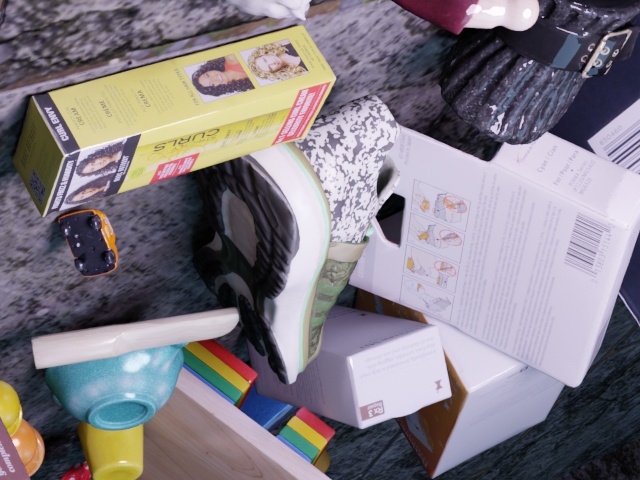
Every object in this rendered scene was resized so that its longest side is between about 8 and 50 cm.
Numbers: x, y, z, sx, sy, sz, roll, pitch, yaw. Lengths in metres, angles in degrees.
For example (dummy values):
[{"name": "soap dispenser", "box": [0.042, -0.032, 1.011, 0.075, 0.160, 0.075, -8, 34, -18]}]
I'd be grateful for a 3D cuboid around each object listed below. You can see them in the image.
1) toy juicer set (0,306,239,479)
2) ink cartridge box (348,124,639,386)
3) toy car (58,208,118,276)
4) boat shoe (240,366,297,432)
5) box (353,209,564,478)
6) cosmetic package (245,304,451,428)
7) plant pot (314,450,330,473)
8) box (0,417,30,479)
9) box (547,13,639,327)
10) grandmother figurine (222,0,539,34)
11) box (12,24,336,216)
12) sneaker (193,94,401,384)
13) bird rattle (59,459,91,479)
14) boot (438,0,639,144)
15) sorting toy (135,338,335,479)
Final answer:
[{"name": "toy juicer set", "box": [-0.230, 0.128, 1.543, 0.209, 0.089, 0.329, 3, 145, -25]}, {"name": "ink cartridge box", "box": [0.161, -0.005, 1.542, 0.066, 0.261, 0.296, -56, 164, -30]}, {"name": "toy car", "box": [-0.156, -0.022, 1.309, 0.122, 0.060, 0.040, -32, -166, 22]}, {"name": "boat shoe", "box": [-0.097, 0.222, 1.926, 0.258, 0.109, 0.089, -29, 165, 1]}, {"name": "box", "box": [0.163, 0.102, 1.848, 0.168, 0.215, 0.345, -26, 160, -13]}, {"name": "cosmetic package", "box": [0.024, 0.128, 1.721, 0.117, 0.085, 0.231, -17, -169, -29]}, {"name": "plant pot", "box": [-0.035, 0.315, 2.297, 0.081, 0.081, 0.083, -46, 169, 36]}, {"name": "box", "box": [-0.374, 0.199, 1.351, 0.167, 0.168, 0.203, -15, 156, -37]}, {"name": "box", "box": [0.425, -0.067, 1.701, 0.212, 0.293, 0.395, -41, 158, 27]}, {"name": "grandmother figurine", "box": [0.083, -0.224, 1.017, 0.342, 0.207, 0.104, -19, -169, 5]}, {"name": "box", "box": [-0.107, -0.090, 1.199, 0.232, 0.058, 0.087, -19, 157, -32]}, {"name": "sneaker", "box": [0.000, 0.000, 1.457, 0.182, 0.158, 0.410, -31, 164, -16]}, {"name": "bird rattle", "box": [-0.363, 0.293, 1.734, 0.207, 0.143, 0.253, -20, 175, 34]}, {"name": "boot", "box": [0.172, -0.192, 1.255, 0.260, 0.131, 0.348, -42, 159, 29]}, {"name": "sorting toy", "box": [-0.105, 0.230, 1.736, 0.089, 0.257, 0.255, -48, 170, -38]}]
